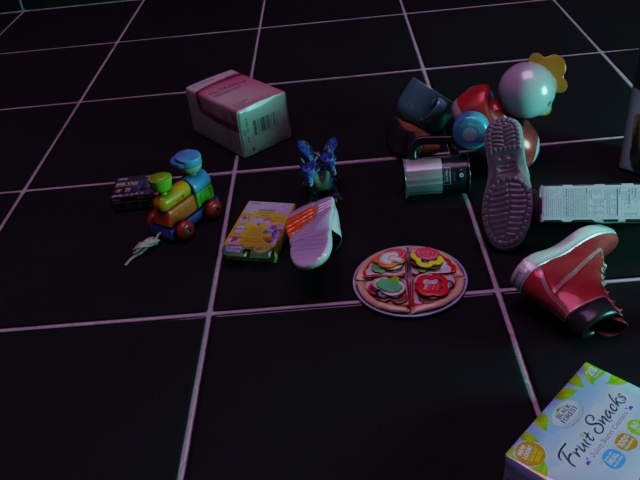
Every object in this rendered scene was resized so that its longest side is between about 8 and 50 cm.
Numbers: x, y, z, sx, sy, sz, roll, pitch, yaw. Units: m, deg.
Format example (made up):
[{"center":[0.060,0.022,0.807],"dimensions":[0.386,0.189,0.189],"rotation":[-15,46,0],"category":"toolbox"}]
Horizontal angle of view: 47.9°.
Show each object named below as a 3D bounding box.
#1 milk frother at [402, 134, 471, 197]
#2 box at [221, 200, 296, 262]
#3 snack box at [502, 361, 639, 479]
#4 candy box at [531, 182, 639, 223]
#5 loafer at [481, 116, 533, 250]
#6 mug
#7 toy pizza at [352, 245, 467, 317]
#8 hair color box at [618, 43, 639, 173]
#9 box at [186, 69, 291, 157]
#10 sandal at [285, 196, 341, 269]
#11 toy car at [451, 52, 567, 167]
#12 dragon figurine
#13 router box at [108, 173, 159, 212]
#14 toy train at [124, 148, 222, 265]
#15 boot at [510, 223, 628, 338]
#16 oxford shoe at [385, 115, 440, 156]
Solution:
[{"center":[0.240,-0.152,1.523],"dimensions":[0.135,0.129,0.143],"rotation":[-3,-8,4],"category":"milk frother"},{"center":[-0.118,-0.013,1.415],"dimensions":[0.105,0.043,0.179],"rotation":[4,34,15],"category":"box"},{"center":[0.360,0.270,0.908],"dimensions":[0.175,0.070,0.207],"rotation":[27,46,38],"category":"snack box"},{"center":[0.502,-0.065,1.295],"dimensions":[0.234,0.071,0.159],"rotation":[0,1,9],"category":"candy box"},{"center":[0.356,-0.101,1.350],"dimensions":[0.095,0.087,0.251],"rotation":[0,79,24],"category":"loafer"},{"center":[0.240,-0.310,1.691],"dimensions":[0.129,0.097,0.158],"rotation":[37,15,17],"category":"mug"},{"center":[0.157,0.062,1.270],"dimensions":[0.202,0.032,0.201],"rotation":[-5,35,3],"category":"toy pizza"},{"center":[0.712,-0.294,1.382],"dimensions":[0.114,0.374,0.185],"rotation":[-31,42,-31],"category":"hair color box"},{"center":[-0.204,-0.319,1.789],"dimensions":[0.149,0.126,0.232],"rotation":[-30,42,-29],"category":"box"},{"center":[-0.010,0.004,1.342],"dimensions":[0.102,0.076,0.265],"rotation":[-20,26,12],"category":"sandal"},{"center":[0.414,-0.271,1.475],"dimensions":[0.238,0.210,0.219],"rotation":[-41,10,31],"category":"toy car"},{"center":[-0.004,-0.173,1.532],"dimensions":[0.085,0.144,0.289],"rotation":[-6,35,1],"category":"dragon figurine"},{"center":[-0.398,-0.107,1.597],"dimensions":[0.123,0.038,0.092],"rotation":[-6,34,1],"category":"router box"},{"center":[-0.313,-0.070,1.439],"dimensions":[0.105,0.143,0.248],"rotation":[17,41,31],"category":"toy train"},{"center":[0.452,0.071,1.178],"dimensions":[0.244,0.088,0.176],"rotation":[-23,51,-33],"category":"boot"},{"center":[0.206,-0.230,1.649],"dimensions":[0.076,0.076,0.212],"rotation":[4,22,-20],"category":"oxford shoe"}]
